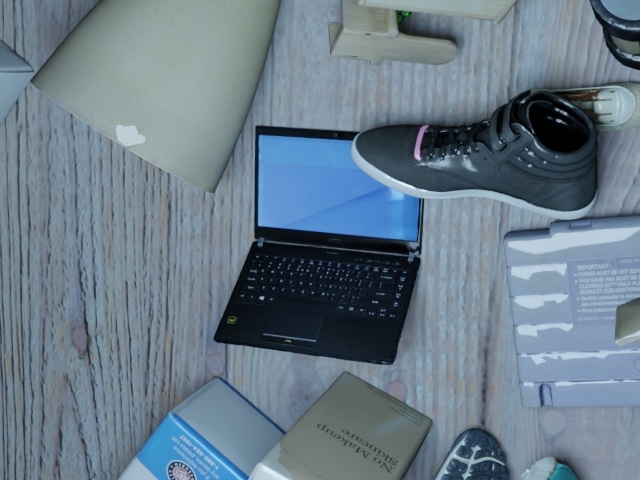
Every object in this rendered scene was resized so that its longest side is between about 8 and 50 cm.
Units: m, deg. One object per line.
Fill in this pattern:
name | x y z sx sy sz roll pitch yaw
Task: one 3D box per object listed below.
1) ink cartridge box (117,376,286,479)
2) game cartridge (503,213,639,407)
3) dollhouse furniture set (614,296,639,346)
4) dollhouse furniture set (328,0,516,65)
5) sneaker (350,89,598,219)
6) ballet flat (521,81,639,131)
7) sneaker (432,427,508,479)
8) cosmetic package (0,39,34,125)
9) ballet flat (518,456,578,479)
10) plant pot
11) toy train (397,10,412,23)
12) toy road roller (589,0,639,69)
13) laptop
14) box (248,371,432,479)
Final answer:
ink cartridge box | -0.174 0.439 1.331 0.285 0.166 0.395 40 110 7
game cartridge | 0.405 0.080 1.118 0.355 0.068 0.230 -4 97 19
dollhouse furniture set | 0.421 0.125 1.026 0.144 0.123 0.151 -29 92 22
dollhouse furniture set | 0.121 -0.422 1.069 0.174 0.303 0.355 3 67 -16
sneaker | 0.180 -0.118 1.089 0.296 0.104 0.146 12 147 10
ballet flat | 0.307 -0.152 1.100 0.168 0.052 0.057 -2 100 18
sneaker | 0.148 0.374 1.242 0.110 0.122 0.282 19 88 -26
cosmetic package | -0.629 -0.274 1.332 0.385 0.156 0.217 42 111 7
ballet flat | 0.281 0.472 1.213 0.147 0.147 0.408 -10 99 20
plant pot | -0.167 -0.239 1.154 0.257 0.256 0.274 33 94 9
toy train | 0.119 -0.294 1.150 0.083 0.017 0.023 -32 81 22
toy road roller | 0.387 -0.341 0.957 0.330 0.202 0.240 -23 80 20
laptop | 0.000 0.000 1.190 0.235 0.264 0.136 6 140 18
box | 0.018 0.289 1.155 0.148 0.311 0.121 28 109 11
